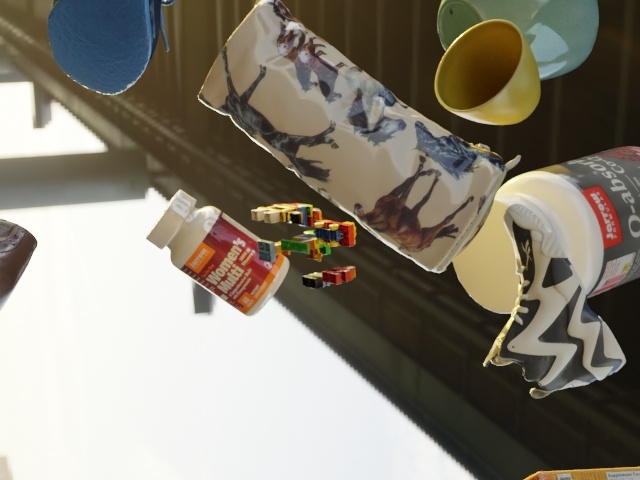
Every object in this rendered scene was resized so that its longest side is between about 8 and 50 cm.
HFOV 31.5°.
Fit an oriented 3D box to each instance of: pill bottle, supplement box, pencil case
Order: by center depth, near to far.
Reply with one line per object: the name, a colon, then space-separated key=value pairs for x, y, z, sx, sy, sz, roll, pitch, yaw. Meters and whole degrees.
pencil case: x=0.039 y=-0.142 z=1.425 sx=0.410 sy=0.183 sz=0.160 roll=37 pitch=-31 yaw=5
pill bottle: x=0.383 y=-0.014 z=1.726 sx=0.210 sy=0.363 sz=0.210 roll=21 pitch=-62 yaw=45
supplement box: x=0.436 y=0.418 z=1.844 sx=0.078 sy=0.233 sz=0.080 roll=-49 pitch=-137 yaw=50
pill bottle: x=-0.171 y=0.020 z=1.873 sx=0.121 sy=0.221 sz=0.121 roll=-52 pitch=-170 yaw=13

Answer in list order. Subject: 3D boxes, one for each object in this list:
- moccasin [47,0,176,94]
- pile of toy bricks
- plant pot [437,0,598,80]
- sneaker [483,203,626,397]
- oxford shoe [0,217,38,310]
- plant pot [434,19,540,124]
moccasin: x=-0.202 y=-0.282 z=1.192 sx=0.342 sy=0.138 sz=0.117 roll=126 pitch=-16 yaw=-57
pile of toy bricks: x=0.000 y=0.000 z=1.713 sx=0.212 sy=0.105 sz=0.118 roll=11 pitch=-71 yaw=48
plant pot: x=0.329 y=-0.407 z=2.060 sx=0.290 sy=0.195 sz=0.290 roll=39 pitch=-36 yaw=36
sneaker: x=0.247 y=0.084 z=1.380 sx=0.235 sy=0.153 sz=0.094 roll=60 pitch=6 yaw=2
oxford shoe: x=-0.387 y=-0.027 z=0.973 sx=0.364 sy=0.133 sz=0.130 roll=29 pitch=-23 yaw=26
plant pot: x=0.229 y=-0.201 z=1.460 sx=0.134 sy=0.095 sz=0.134 roll=-25 pitch=-131 yaw=33
